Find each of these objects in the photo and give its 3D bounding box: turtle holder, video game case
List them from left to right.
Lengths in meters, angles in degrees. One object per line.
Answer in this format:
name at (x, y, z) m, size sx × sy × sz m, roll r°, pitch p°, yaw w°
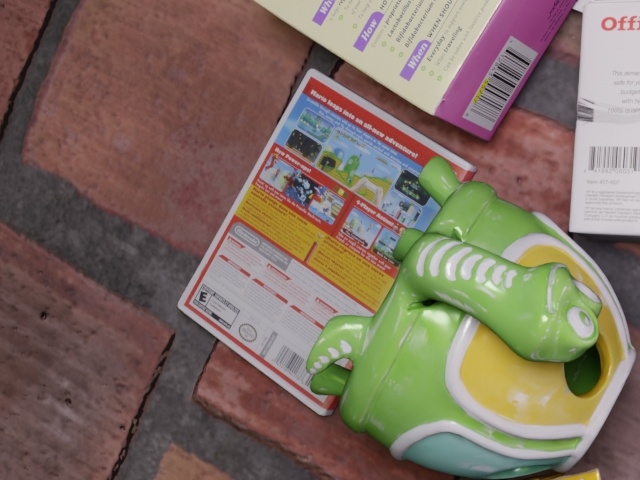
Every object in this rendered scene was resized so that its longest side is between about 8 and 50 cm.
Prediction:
video game case at (0.000, 0.000, 1.290) m, size 0.204 × 0.025 × 0.285 m, roll 34°, pitch 101°, yaw 25°
turtle holder at (0.143, 0.067, 1.072) m, size 0.227 × 0.243 × 0.320 m, roll 30°, pitch 137°, yaw 8°

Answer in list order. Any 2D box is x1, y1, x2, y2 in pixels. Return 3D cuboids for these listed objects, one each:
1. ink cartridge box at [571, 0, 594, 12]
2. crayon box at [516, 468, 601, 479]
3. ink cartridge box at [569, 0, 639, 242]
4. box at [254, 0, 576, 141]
ink cartridge box at (0.247, -0.249, 1.189) m, size 0.048 × 0.028 × 0.083 m, roll 30°, pitch 98°, yaw 27°
crayon box at (0.130, 0.331, 1.166) m, size 0.323 × 0.083 × 0.203 m, roll -17°, pitch 79°, yaw 24°
ink cartridge box at (0.301, -0.100, 1.119) m, size 0.148 × 0.086 × 0.203 m, roll 4°, pitch 86°, yaw 26°
box at (0.098, -0.246, 1.195) m, size 0.243 × 0.117 × 0.213 m, roll 37°, pitch 102°, yaw 32°
